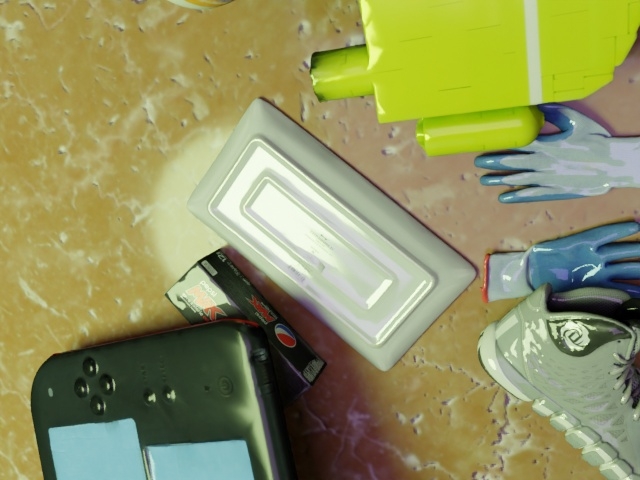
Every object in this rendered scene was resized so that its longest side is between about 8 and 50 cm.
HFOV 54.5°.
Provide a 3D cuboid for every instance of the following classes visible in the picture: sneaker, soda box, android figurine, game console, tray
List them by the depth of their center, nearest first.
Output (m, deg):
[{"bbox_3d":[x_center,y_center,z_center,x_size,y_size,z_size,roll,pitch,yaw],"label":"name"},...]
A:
[{"bbox_3d":[0.117,-0.183,0.463,0.273,0.056,0.248,-6,115,17],"label":"android figurine"},{"bbox_3d":[0.254,0.118,0.510,0.229,0.086,0.132,35,128,6],"label":"sneaker"},{"bbox_3d":[0.000,0.000,0.601,0.270,0.030,0.145,39,112,4],"label":"tray"},{"bbox_3d":[-0.155,0.288,0.626,0.342,0.060,0.386,-15,86,35],"label":"game console"},{"bbox_3d":[-0.076,0.092,0.633,0.060,0.053,0.169,-43,88,21],"label":"soda box"}]

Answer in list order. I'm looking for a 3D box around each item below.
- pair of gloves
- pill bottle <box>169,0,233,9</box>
[{"bbox_3d":[0.216,-0.021,0.536,0.160,0.023,0.198,-1,104,16],"label":"pair of gloves"},{"bbox_3d":[0.001,-0.246,0.351,0.272,0.152,0.152,-8,102,36],"label":"pill bottle"}]
